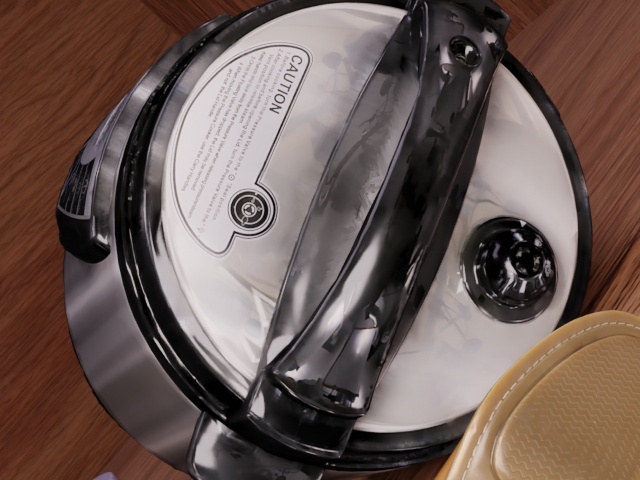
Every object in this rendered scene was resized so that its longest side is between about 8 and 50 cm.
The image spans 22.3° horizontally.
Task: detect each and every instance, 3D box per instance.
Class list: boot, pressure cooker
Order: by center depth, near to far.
[{"bbox_3d":[0.078,0.174,0.909,0.283,0.109,0.220,-58,5,-26],"label":"boot"},{"bbox_3d":[0.006,0.001,1.264,0.376,0.369,0.420,-17,-5,-20],"label":"pressure cooker"}]

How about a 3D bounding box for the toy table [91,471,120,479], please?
[{"bbox_3d":[-0.220,0.349,1.606,0.252,0.161,0.274,-49,6,-25],"label":"toy table"}]
